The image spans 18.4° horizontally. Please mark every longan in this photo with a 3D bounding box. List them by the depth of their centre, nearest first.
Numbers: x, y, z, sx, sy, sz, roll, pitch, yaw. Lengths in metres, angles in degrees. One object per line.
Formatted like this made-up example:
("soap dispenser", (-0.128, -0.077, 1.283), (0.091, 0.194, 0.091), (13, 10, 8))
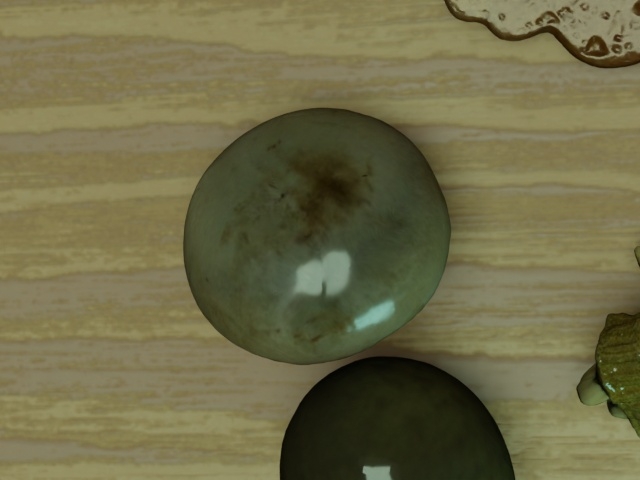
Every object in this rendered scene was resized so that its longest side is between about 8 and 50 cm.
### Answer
("longan", (0.064, 0.197, 1.647), (0.196, 0.196, 0.220), (-31, 126, 14))

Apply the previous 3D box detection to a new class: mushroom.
("mushroom", (0.000, 0.000, 1.642), (0.226, 0.178, 0.226), (-14, 55, 21))

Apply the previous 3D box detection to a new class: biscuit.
("biscuit", (0.261, -0.245, 1.610), (0.334, 0.047, 0.202), (-9, 97, 10))

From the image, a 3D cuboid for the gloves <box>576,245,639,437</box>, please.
("gloves", (0.375, 0.074, 1.583), (0.356, 0.155, 0.203), (-18, 87, 19))
